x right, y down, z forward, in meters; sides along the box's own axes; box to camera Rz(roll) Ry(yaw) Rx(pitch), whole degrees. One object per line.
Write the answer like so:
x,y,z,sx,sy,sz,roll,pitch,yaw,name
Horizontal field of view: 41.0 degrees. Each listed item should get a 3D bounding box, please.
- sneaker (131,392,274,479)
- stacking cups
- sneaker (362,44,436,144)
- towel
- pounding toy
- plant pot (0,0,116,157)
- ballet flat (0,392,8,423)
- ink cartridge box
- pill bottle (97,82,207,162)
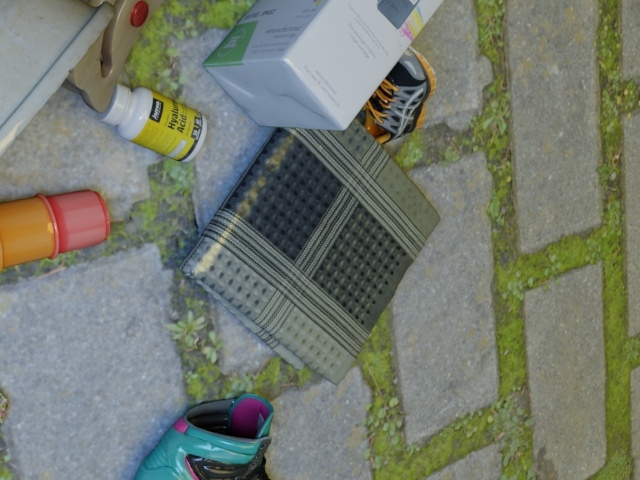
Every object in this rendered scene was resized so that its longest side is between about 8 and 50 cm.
-0.092,0.297,1.123,0.295,0.123,0.179,25,94,-35,sneaker
-0.371,0.005,0.875,0.316,0.096,0.096,-15,108,-32,stacking cups
0.096,-0.192,1.131,0.083,0.084,0.215,-35,157,-11,sneaker
0.000,0.000,1.160,0.324,0.056,0.312,44,72,-36,towel
-0.248,-0.289,0.907,0.270,0.154,0.154,-65,170,9,pounding toy
-0.384,-0.160,0.658,0.305,0.333,0.334,41,75,-21,plant pot
-0.438,0.194,0.877,0.240,0.077,0.091,6,107,-36,ballet flat
0.041,-0.304,1.038,0.119,0.207,0.353,45,73,-30,ink cartridge box
-0.195,-0.139,0.991,0.116,0.065,0.065,21,87,-36,pill bottle
